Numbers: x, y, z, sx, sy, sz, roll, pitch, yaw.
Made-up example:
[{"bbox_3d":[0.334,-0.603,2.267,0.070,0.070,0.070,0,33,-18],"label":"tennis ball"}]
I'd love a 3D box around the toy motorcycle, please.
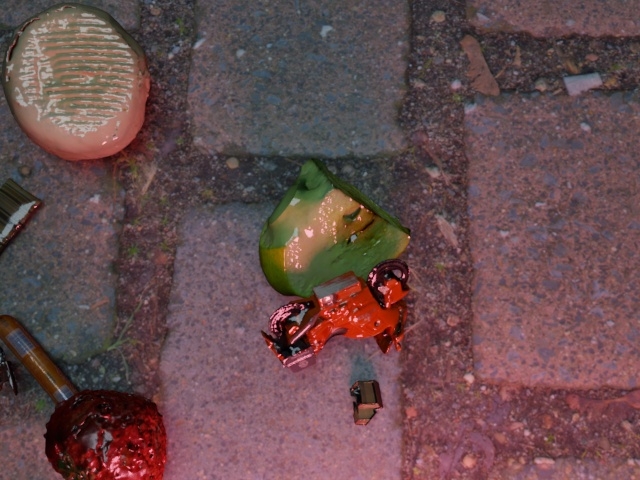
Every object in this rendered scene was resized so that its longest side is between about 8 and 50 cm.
[{"bbox_3d":[0.047,0.169,1.482,0.326,0.221,0.148,-23,38,-6],"label":"toy motorcycle"}]

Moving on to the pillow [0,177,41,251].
[{"bbox_3d":[-0.753,-0.041,1.679,0.113,0.038,0.203,33,78,15],"label":"pillow"}]

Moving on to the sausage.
[{"bbox_3d":[-0.606,0.283,1.573,0.053,0.053,0.348,-44,77,-8],"label":"sausage"}]

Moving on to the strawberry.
[{"bbox_3d":[-0.412,0.399,1.432,0.274,0.274,0.220,31,47,11],"label":"strawberry"}]

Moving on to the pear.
[{"bbox_3d":[0.000,0.000,1.545,0.282,0.286,0.176,-54,35,9],"label":"pear"}]

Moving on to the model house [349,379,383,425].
[{"bbox_3d":[0.100,0.343,1.519,0.058,0.057,0.083,5,53,-22],"label":"model house"}]

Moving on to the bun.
[{"bbox_3d":[-0.552,-0.360,1.671,0.360,0.211,0.359,0,85,0],"label":"bun"}]

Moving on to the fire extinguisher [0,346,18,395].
[{"bbox_3d":[-0.823,0.288,1.562,0.341,0.105,0.141,0,89,4],"label":"fire extinguisher"}]
